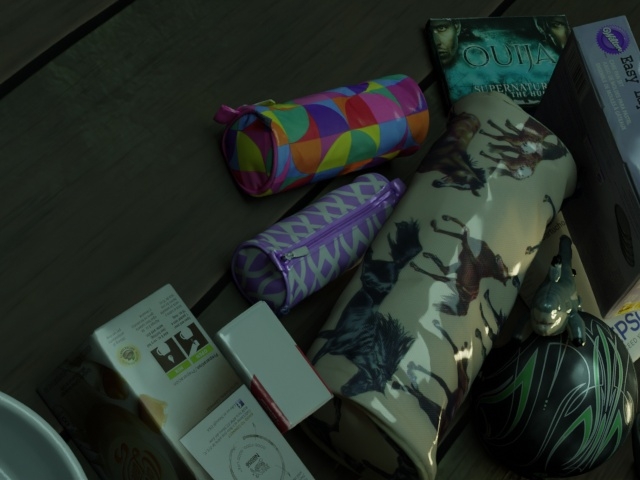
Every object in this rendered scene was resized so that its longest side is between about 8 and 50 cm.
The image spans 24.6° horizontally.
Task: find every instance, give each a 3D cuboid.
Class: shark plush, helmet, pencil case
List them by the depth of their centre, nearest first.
[{"bbox_3d":[0.120,0.055,1.464,0.410,0.160,0.183,-59,139,-27],"label":"pencil case"},{"bbox_3d":[0.246,0.046,1.484,0.161,0.073,0.067,-50,138,-44],"label":"shark plush"},{"bbox_3d":[0.000,0.000,1.506,0.086,0.088,0.206,47,48,11],"label":"pencil case"},{"bbox_3d":[0.251,0.160,1.529,0.169,0.161,0.169,15,58,-25],"label":"helmet"},{"bbox_3d":[0.006,-0.118,1.569,0.236,0.104,0.104,-14,73,-38],"label":"pencil case"}]

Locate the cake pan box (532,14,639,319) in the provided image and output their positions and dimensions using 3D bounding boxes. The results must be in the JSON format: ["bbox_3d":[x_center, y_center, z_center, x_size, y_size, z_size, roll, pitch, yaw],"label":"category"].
[{"bbox_3d":[0.308,-0.074,1.558,0.070,0.246,0.267,-15,70,-9],"label":"cake pan box"}]

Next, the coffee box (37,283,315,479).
[{"bbox_3d":[-0.121,0.183,1.295,0.098,0.141,0.246,-35,85,-40],"label":"coffee box"}]

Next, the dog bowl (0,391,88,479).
[{"bbox_3d":[-0.314,0.247,1.161,0.265,0.104,0.265,15,58,-26],"label":"dog bowl"}]

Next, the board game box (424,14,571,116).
[{"bbox_3d":[0.227,-0.214,1.778,0.186,0.026,0.126,-5,67,-19],"label":"board game box"}]

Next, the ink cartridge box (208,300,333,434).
[{"bbox_3d":[-0.071,0.136,1.346,0.063,0.150,0.109,-36,87,-36],"label":"ink cartridge box"}]

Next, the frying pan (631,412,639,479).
[{"bbox_3d":[0.376,0.347,1.471,0.197,0.053,0.326,32,55,-16],"label":"frying pan"}]

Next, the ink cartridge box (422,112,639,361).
[{"bbox_3d":[0.327,-0.038,1.748,0.324,0.071,0.330,-34,87,-39],"label":"ink cartridge box"}]
